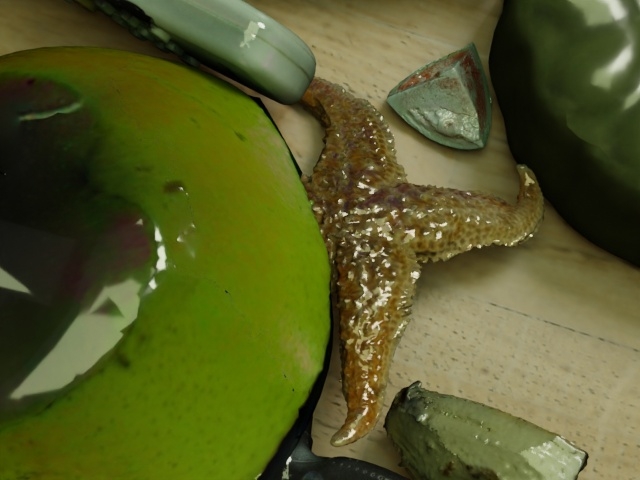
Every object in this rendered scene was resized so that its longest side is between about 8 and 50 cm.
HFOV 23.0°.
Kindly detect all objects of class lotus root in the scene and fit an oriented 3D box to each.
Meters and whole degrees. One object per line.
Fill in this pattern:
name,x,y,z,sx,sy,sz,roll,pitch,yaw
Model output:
lotus root,0.107,0.162,1.084,0.144,0.143,0.070,27,69,22

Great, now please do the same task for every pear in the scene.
pear,-0.188,0.017,1.019,0.399,0.165,0.398,-6,64,12

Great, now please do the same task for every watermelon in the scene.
watermelon,0.101,-0.108,1.179,0.085,0.061,0.085,-1,68,2

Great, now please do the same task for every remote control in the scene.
remote control,-0.139,-0.182,1.129,0.296,0.140,0.056,29,91,14

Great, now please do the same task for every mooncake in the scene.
mooncake,0.303,-0.136,1.136,0.351,0.187,0.351,1,76,-5

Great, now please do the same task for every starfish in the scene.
starfish,0.000,-0.002,1.107,0.299,0.060,0.302,14,57,7

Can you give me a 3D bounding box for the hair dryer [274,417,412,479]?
hair dryer,0.011,0.203,1.041,0.272,0.091,0.235,11,72,28
